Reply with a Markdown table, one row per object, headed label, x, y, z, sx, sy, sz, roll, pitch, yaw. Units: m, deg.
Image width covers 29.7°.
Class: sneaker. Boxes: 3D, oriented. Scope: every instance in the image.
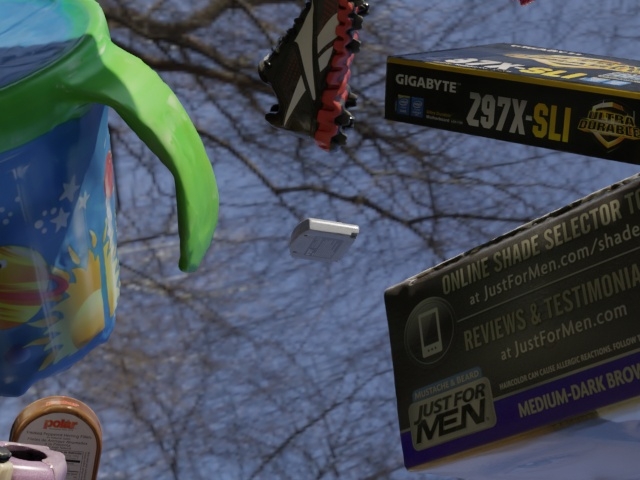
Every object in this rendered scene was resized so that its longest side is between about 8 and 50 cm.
| label | x | y | z | sx | sy | sz | roll | pitch | yaw |
| --- | --- | --- | --- | --- | --- | --- | --- | --- | --- |
| sneaker | -0.011 | -0.250 | 1.551 | 0.135 | 0.097 | 0.276 | 11 | -64 | 6 |

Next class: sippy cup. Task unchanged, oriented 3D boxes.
| label | x | y | z | sx | sy | sz | roll | pitch | yaw |
| --- | --- | --- | --- | --- | --- | --- | --- | --- | --- |
| sippy cup | -0.234 | -0.026 | 0.798 | 0.305 | 0.240 | 0.224 | 29 | -43 | 45 |

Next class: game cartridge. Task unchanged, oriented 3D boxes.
| label | x | y | z | sx | sy | sz | roll | pitch | yaw |
| --- | --- | --- | --- | --- | --- | --- | --- | --- | --- |
| game cartridge | 0.000 | 0.000 | 1.147 | 0.083 | 0.056 | 0.017 | 125 | -32 | -66 |

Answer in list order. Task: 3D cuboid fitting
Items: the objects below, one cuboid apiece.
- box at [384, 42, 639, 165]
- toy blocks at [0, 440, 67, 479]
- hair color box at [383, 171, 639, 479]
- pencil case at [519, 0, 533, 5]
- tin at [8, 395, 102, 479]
| label | x | y | z | sx | sy | sz | roll | pitch | yaw |
| --- | --- | --- | --- | --- | --- | --- | --- | --- | --- |
| box | 0.270 | -0.158 | 1.328 | 0.322 | 0.257 | 0.079 | 15 | -69 | 37 |
| toy blocks | -0.348 | 0.300 | 1.196 | 0.289 | 0.260 | 0.308 | 18 | -84 | 31 |
| hair color box | 0.219 | 0.074 | 0.662 | 0.185 | 0.339 | 0.110 | -28 | -124 | 41 |
| pencil case | 0.158 | -0.320 | 1.310 | 0.095 | 0.209 | 0.098 | -17 | -106 | 46 |
| tin | -0.309 | 0.273 | 1.389 | 0.040 | 0.106 | 0.189 | -142 | -119 | -67 |
